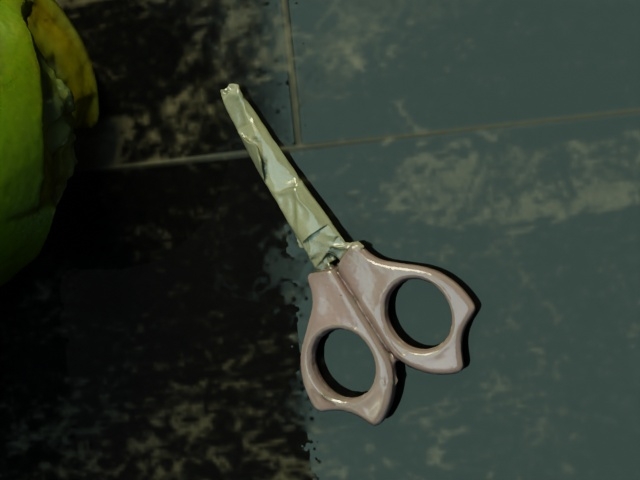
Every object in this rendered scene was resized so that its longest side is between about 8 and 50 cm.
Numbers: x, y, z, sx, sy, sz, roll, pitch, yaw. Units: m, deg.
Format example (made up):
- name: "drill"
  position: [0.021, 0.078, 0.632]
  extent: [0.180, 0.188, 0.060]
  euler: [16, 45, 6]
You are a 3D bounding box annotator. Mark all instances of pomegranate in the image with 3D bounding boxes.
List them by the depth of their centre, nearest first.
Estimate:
- name: "pomegranate"
  position: [-0.242, -0.032, 0.907]
  extent: [0.236, 0.236, 0.301]
  euler: [18, 119, 14]

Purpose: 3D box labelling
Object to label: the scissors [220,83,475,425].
- name: "scissors"
  position: [0.000, 0.000, 0.934]
  extent: [0.110, 0.021, 0.212]
  euler: [-33, 85, 13]
